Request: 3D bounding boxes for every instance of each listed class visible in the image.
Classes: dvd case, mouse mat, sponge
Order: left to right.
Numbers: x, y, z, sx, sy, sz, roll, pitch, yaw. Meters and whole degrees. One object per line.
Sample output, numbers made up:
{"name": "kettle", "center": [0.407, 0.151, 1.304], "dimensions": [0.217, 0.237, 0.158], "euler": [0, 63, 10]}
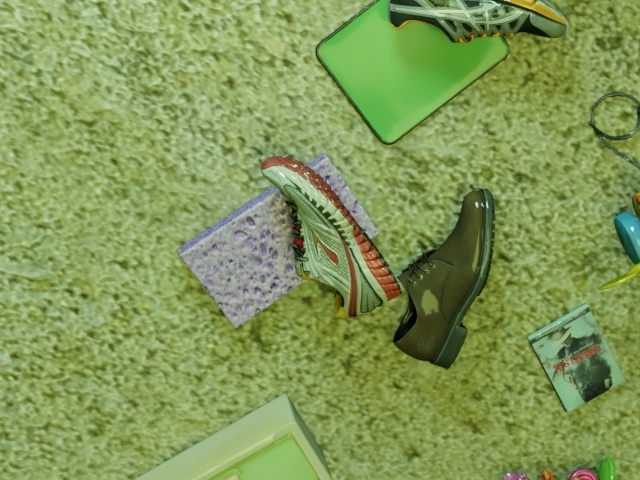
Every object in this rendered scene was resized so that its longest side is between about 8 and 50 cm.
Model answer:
{"name": "sponge", "center": [-0.049, 0.001, 1.689], "dimensions": [0.210, 0.031, 0.117], "euler": [-33, 109, 2]}
{"name": "mouse mat", "center": [0.108, -0.220, 1.658], "dimensions": [0.189, 0.007, 0.153], "euler": [-37, 109, 2]}
{"name": "dvd case", "center": [0.323, 0.149, 1.805], "dimensions": [0.087, 0.013, 0.119], "euler": [-29, 109, 1]}

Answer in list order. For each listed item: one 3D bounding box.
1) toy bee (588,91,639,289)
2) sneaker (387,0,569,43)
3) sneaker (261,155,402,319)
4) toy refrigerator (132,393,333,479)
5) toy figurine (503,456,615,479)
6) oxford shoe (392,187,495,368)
{"name": "toy bee", "center": [0.404, -0.005, 1.693], "dimensions": [0.298, 0.162, 0.195], "euler": [42, 99, -18]}
{"name": "sneaker", "center": [0.174, -0.259, 1.616], "dimensions": [0.214, 0.084, 0.083], "euler": [15, 107, -4]}
{"name": "sneaker", "center": [0.000, 0.000, 1.633], "dimensions": [0.092, 0.088, 0.225], "euler": [-35, 108, 4]}
{"name": "toy refrigerator", "center": [-0.128, 0.307, 1.739], "dimensions": [0.269, 0.094, 0.102], "euler": [-29, 110, 1]}
{"name": "toy figurine", "center": [0.280, 0.346, 1.820], "dimensions": [0.159, 0.130, 0.173], "euler": [12, 83, -3]}
{"name": "oxford shoe", "center": [0.145, 0.040, 1.707], "dimensions": [0.096, 0.083, 0.227], "euler": [17, 103, -9]}
